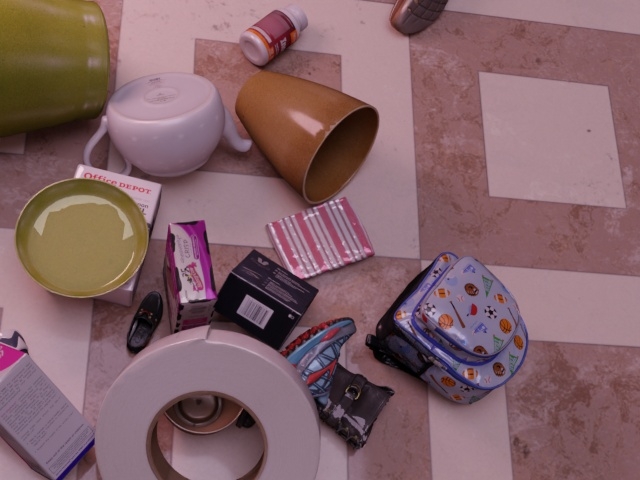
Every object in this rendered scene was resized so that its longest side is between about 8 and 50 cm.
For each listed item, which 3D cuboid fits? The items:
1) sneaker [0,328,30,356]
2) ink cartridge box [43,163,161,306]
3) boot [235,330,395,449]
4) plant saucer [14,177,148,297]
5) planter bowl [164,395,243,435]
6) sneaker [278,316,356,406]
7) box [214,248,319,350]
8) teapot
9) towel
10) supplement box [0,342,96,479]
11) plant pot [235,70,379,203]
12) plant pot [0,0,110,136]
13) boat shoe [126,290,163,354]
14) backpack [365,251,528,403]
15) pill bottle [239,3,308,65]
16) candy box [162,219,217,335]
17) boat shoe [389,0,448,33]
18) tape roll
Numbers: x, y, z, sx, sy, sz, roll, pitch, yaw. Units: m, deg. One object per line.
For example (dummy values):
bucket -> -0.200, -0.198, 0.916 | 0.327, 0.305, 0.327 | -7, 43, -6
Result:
sneaker -> -0.618, 0.269, 1.712 | 0.235, 0.094, 0.153 | -19, 63, -30
ink cartridge box -> -0.421, -0.011, 1.879 | 0.172, 0.100, 0.237 | 14, 64, -6
boot -> -0.006, 0.315, 1.831 | 0.229, 0.091, 0.263 | 41, 62, 8
plant saucer -> -0.442, -0.001, 1.794 | 0.241, 0.037, 0.240 | 4, 66, -10
planter bowl -> -0.223, 0.289, 1.784 | 0.162, 0.109, 0.162 | 5, 65, -11
sneaker -> -0.021, 0.245, 1.779 | 0.262, 0.104, 0.125 | -38, 97, -26
box -> -0.105, 0.112, 1.856 | 0.156, 0.093, 0.158 | 32, 20, 3
teapot -> -0.312, -0.212, 1.957 | 0.256, 0.187, 0.252 | 14, 40, 23
towel -> 0.000, 0.000, 2.012 | 0.197, 0.029, 0.144 | -20, 71, -17
supplement box -> -0.501, 0.296, 1.655 | 0.114, 0.111, 0.220 | -49, 125, -26
plant pot -> -0.047, -0.244, 2.016 | 0.254, 0.237, 0.237 | 38, 63, 21
plant pot -> -0.608, -0.355, 1.881 | 0.353, 0.366, 0.366 | -2, 66, -26
boat shoe -> -0.336, 0.154, 1.858 | 0.049, 0.042, 0.133 | 19, 62, -1
backpack -> 0.278, 0.177, 1.902 | 0.263, 0.213, 0.276 | 44, 61, -3
pill bottle -> -0.102, -0.465, 2.163 | 0.086, 0.086, 0.152 | 44, 65, 9
candy box -> -0.248, 0.082, 1.802 | 0.071, 0.233, 0.159 | -6, 67, -14
boat shoe -> 0.251, -0.628, 2.313 | 0.116, 0.123, 0.324 | 21, 68, 35
tape roll -> -0.192, 0.344, 1.666 | 0.392, 0.072, 0.391 | 0, 103, 1
